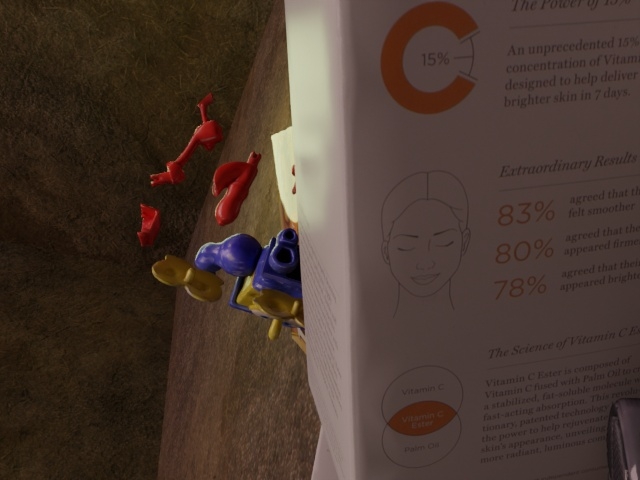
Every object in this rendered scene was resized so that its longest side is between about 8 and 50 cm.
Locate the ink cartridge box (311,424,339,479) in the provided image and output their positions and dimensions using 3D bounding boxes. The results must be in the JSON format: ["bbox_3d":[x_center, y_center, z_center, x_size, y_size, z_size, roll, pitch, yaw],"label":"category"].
[{"bbox_3d":[0.041,0.215,0.748,0.139,0.082,0.190,92,-173,-54],"label":"ink cartridge box"}]

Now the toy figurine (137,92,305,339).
[{"bbox_3d":[0.004,0.025,0.706,0.217,0.363,0.191,124,161,-68],"label":"toy figurine"}]

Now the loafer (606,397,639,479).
[{"bbox_3d":[0.204,0.228,0.328,0.109,0.095,0.302,57,-148,-63],"label":"loafer"}]

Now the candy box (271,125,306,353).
[{"bbox_3d":[0.000,0.000,0.948,0.183,0.088,0.316,-160,63,-77],"label":"candy box"}]

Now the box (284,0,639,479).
[{"bbox_3d":[0.100,-0.015,0.440,0.168,0.215,0.345,-117,22,-64],"label":"box"}]
